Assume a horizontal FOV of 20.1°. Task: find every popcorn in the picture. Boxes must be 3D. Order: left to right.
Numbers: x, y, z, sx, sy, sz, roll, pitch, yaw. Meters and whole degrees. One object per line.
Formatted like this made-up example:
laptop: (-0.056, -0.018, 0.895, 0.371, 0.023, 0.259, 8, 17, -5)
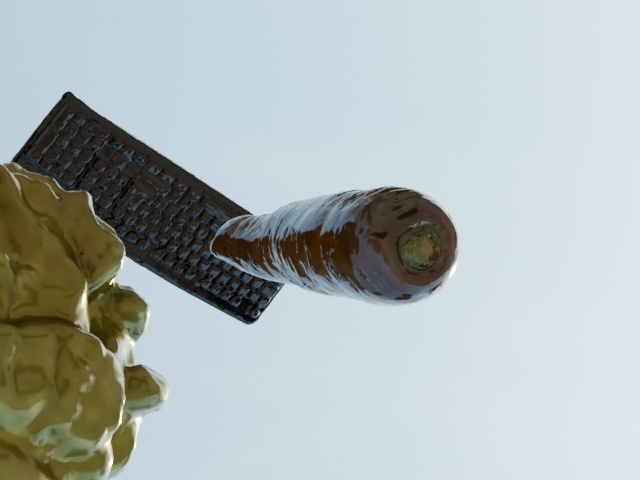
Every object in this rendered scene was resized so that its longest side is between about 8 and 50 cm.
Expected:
popcorn: (-0.202, 0.060, 0.852, 0.225, 0.249, 0.249, 36, -153, -44)

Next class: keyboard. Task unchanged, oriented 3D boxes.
keyboard: (-0.122, -0.017, 1.370, 0.250, 0.087, 0.017, 34, -171, -33)

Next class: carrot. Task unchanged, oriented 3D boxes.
carrot: (0.000, 0.000, 0.728, 0.047, 0.191, 0.047, -1, -88, -23)
